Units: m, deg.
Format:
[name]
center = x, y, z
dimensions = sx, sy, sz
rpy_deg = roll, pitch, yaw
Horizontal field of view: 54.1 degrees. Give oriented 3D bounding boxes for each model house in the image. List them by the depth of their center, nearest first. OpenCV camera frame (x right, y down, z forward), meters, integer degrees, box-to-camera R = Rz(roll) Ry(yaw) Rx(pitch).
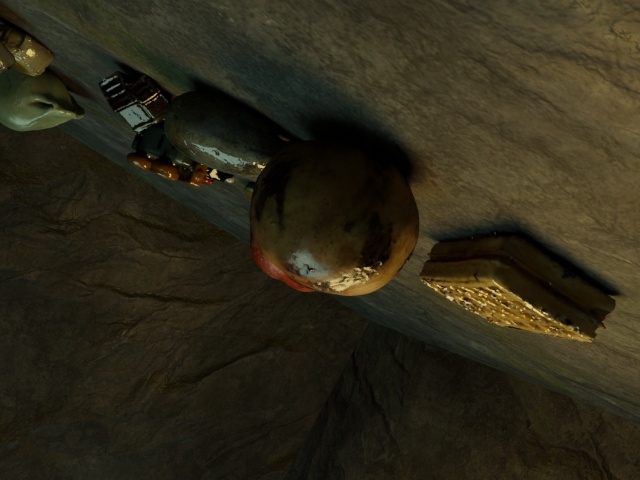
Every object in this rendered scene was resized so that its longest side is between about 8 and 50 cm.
[model house]
center = -0.441, -0.351, 1.511
dimensions = 0.166, 0.106, 0.152
rpy_deg = -18, 131, 28

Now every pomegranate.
[pomegranate]
center = 0.026, -0.041, 1.154
dimensions = 0.322, 0.322, 0.322
rpy_deg = 29, 171, 5

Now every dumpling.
[dumpling]
center = -0.933, -0.480, 2.036
dimensions = 0.320, 0.270, 0.212
rpy_deg = 53, 148, 3

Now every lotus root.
[lotus root]
center = -0.180, -0.203, 1.321
dimensions = 0.322, 0.139, 0.158
rpy_deg = 26, 170, 7

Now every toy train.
[toy train]
center = -0.374, -0.237, 1.694
dimensions = 0.232, 0.163, 0.369
rpy_deg = 20, 179, -43

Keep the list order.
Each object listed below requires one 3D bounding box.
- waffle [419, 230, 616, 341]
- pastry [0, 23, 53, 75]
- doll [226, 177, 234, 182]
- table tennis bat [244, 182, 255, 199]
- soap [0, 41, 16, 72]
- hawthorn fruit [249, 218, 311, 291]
[waffle]
center = 0.387, 0.096, 1.296
dimensions = 0.261, 0.113, 0.376
rpy_deg = 28, 171, -9
[pastry]
center = -0.837, -0.529, 1.746
dimensions = 0.166, 0.088, 0.166
rpy_deg = 27, 172, 4
[doll]
center = -0.330, -0.217, 1.965
dimensions = 0.135, 0.071, 0.113
rpy_deg = 30, 180, -31
[table tennis bat]
center = -0.138, -0.101, 2.078
dimensions = 0.215, 0.044, 0.329
rpy_deg = 24, 168, 24
[soap]
center = -1.020, -0.555, 1.520
dimensions = 0.351, 0.212, 0.435
rpy_deg = 17, 152, 40
[hawthorn fruit]
center = -0.036, -0.021, 1.491
dimensions = 0.284, 0.284, 0.284
rpy_deg = 29, 171, 5
